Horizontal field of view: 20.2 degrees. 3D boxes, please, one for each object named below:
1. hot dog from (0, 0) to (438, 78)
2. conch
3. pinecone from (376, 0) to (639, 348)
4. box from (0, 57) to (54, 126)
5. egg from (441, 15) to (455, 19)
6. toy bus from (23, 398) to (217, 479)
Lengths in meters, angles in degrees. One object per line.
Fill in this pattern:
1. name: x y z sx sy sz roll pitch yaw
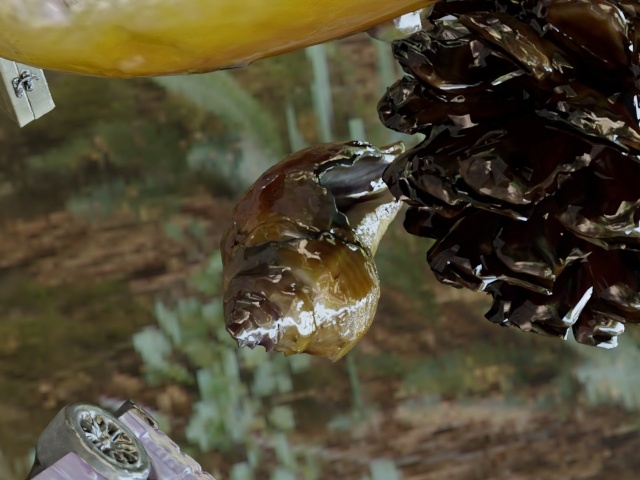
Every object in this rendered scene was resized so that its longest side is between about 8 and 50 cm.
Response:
1. hot dog: 0.040 -0.190 0.488 0.367 0.365 0.196 -77 147 -59
2. conch: -0.006 -0.001 0.904 0.232 0.080 0.086 -76 157 -55
3. pinecone: 0.129 -0.048 0.864 0.221 0.221 0.221 170 -90 -67
4. box: -0.246 -0.140 1.383 0.083 0.035 0.079 39 -26 36
5. egg: 0.112 -0.298 1.396 0.196 0.196 0.271 54 -50 45
6. toy bus: -0.176 0.285 1.146 0.249 0.209 0.440 42 14 4
